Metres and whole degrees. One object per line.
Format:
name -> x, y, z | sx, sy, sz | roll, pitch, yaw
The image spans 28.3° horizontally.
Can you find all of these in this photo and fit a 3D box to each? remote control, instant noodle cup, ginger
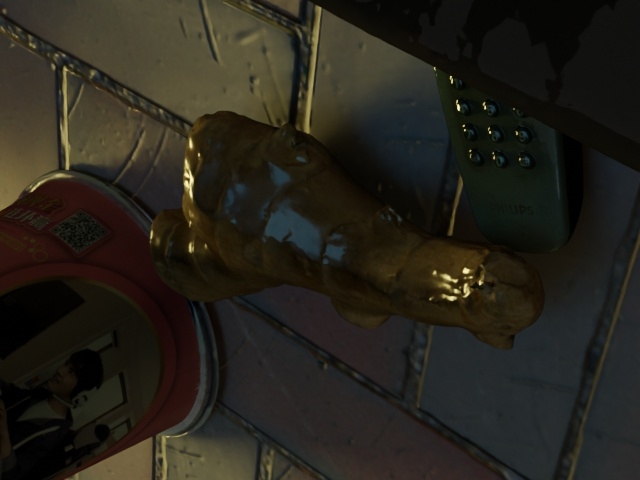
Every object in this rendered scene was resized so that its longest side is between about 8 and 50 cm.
remote control -> 0.089, -0.099, 0.616 | 0.072, 0.042, 0.222 | 7, 118, 41
instant noodle cup -> -0.242, 0.096, 0.911 | 0.244, 0.255, 0.244 | 25, 129, 36
ginger -> 0.000, 0.000, 0.734 | 0.333, 0.081, 0.148 | 16, 125, 43

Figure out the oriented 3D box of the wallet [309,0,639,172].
wallet -> 0.093, -0.155, 0.520 | 0.377, 0.051, 0.197 | 32, 105, 28
